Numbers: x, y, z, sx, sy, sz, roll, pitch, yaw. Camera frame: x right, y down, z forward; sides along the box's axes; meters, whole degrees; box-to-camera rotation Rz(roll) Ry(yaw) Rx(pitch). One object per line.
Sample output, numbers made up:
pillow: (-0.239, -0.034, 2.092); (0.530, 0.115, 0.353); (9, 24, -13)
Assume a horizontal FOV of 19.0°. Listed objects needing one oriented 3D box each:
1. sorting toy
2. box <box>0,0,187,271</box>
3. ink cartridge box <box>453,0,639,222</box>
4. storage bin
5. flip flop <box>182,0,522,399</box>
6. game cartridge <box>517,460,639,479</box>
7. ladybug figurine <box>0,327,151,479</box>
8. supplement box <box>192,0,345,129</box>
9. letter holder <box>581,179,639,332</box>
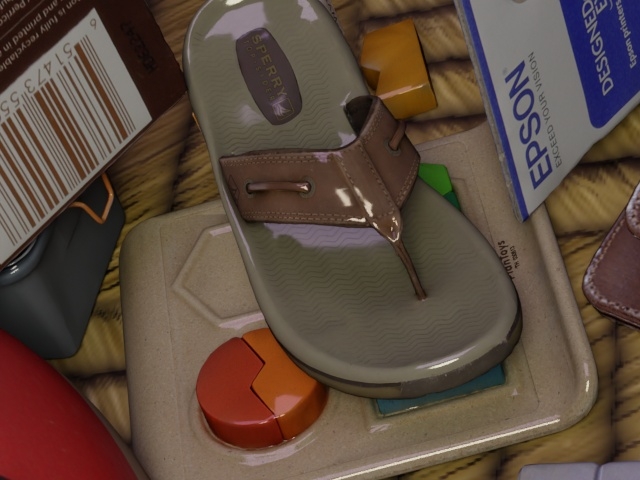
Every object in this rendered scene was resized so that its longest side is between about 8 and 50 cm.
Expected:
sorting toy: (0.000, 0.000, 0.977); (0.229, 0.041, 0.307); (-18, 43, 7)
box: (-0.211, -0.106, 0.952); (0.203, 0.167, 0.168); (23, 61, 40)
ink cartridge box: (0.135, -0.219, 0.920); (0.072, 0.304, 0.307); (23, 55, 42)
storage bin: (-0.150, -0.005, 1.015); (0.098, 0.091, 0.135); (-5, 47, 21)
flip flop: (0.002, -0.038, 0.918); (0.112, 0.080, 0.277); (-22, 55, -4)
game cartridge: (0.162, 0.230, 0.664); (0.230, 0.068, 0.355); (-2, 47, 18)
ladybug figurine: (-0.209, 0.161, 0.800); (0.305, 0.162, 0.449); (-25, 47, -10)
supplement box: (-0.027, -0.092, 1.050); (0.062, 0.036, 0.098); (-11, 39, 20)
letter holder: (0.258, -0.091, 0.870); (0.214, 0.152, 0.302); (23, 60, 41)
